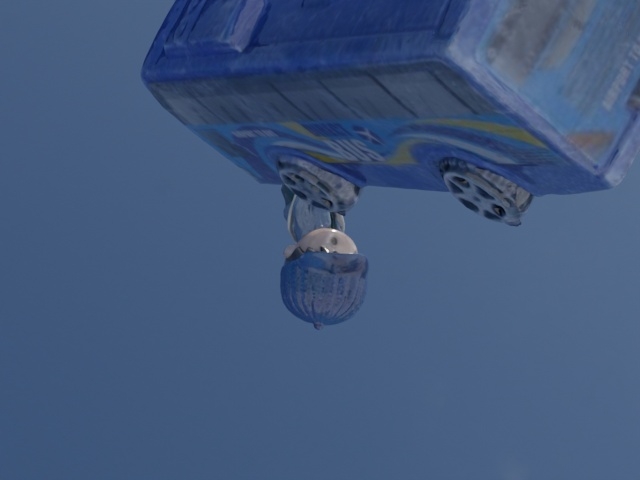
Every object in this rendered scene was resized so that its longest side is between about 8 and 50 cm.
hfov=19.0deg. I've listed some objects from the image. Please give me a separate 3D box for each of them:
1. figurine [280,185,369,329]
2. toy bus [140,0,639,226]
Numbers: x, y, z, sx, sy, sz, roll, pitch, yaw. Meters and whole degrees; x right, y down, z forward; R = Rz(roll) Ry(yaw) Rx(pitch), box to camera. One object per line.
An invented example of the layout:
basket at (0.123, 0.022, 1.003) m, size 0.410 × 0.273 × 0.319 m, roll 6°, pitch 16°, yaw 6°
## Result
figurine at (-0.007, 0.005, 1.506) m, size 0.079 × 0.136 × 0.077 m, roll -41°, pitch -45°, yaw 18°
toy bus at (0.025, -0.064, 0.639) m, size 0.094 × 0.236 × 0.079 m, roll 43°, pitch -108°, yaw -25°
